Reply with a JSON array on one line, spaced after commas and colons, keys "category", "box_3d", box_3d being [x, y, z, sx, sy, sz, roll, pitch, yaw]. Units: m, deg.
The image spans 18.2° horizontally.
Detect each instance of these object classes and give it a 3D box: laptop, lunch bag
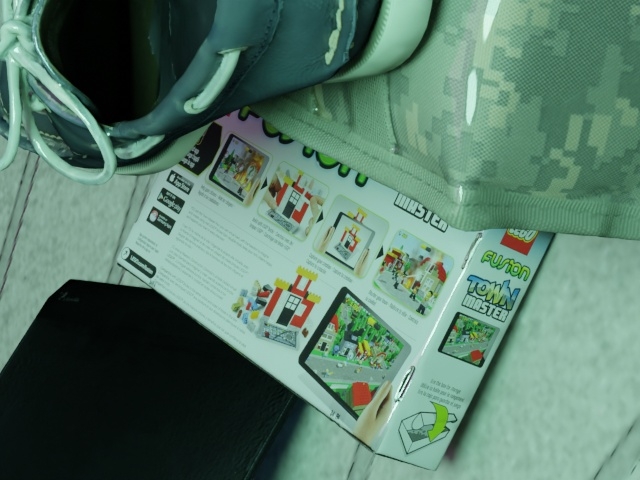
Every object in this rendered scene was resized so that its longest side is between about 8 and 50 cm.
[{"category": "laptop", "box_3d": [-0.083, 0.170, 0.936, 0.234, 0.136, 0.264, 5, 112, 52]}, {"category": "lunch bag", "box_3d": [0.050, -0.150, 0.710, 0.287, 0.169, 0.235, 33, 115, 57]}]

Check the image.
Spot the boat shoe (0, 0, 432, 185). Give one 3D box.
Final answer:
[{"category": "boat shoe", "box_3d": [-0.062, -0.067, 0.658, 0.254, 0.079, 0.095, -2, 94, 58]}]

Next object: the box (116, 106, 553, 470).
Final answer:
[{"category": "box", "box_3d": [0.000, 0.000, 0.829, 0.207, 0.036, 0.114, 32, 97, 50]}]
